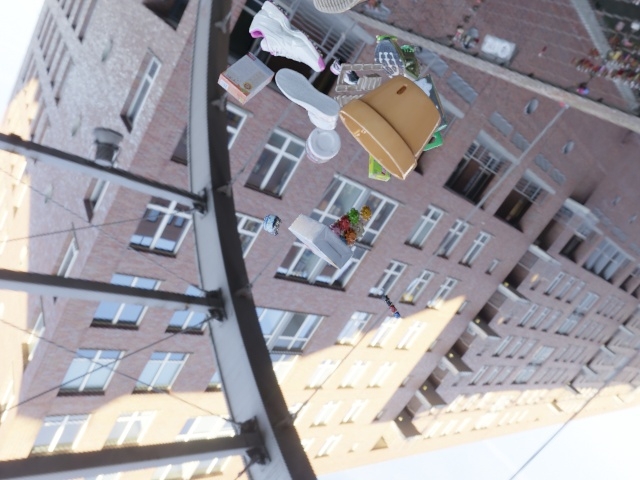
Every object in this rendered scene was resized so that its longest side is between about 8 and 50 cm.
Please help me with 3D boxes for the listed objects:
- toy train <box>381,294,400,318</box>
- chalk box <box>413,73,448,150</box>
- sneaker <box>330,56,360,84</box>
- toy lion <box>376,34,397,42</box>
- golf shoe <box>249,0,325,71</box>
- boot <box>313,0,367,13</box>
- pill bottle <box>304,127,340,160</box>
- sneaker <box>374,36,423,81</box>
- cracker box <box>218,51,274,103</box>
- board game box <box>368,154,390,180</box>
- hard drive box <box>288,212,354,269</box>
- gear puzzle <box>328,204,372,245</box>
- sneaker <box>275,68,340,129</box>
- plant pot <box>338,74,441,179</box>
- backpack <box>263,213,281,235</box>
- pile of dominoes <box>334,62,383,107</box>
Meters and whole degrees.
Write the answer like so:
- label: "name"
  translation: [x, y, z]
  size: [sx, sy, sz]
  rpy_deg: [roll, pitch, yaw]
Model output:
- label: "toy train"
  translation: [0.286, 0.268, 1.769]
  size: [0.158, 0.027, 0.036]
  rpy_deg: [53, -177, -40]
- label: "chalk box"
  translation: [0.435, -0.536, 1.901]
  size: [0.289, 0.180, 0.179]
  rpy_deg: [67, -157, -13]
- label: "sneaker"
  translation: [0.133, -0.825, 2.161]
  size: [0.178, 0.077, 0.072]
  rpy_deg: [33, -136, 3]
- label: "toy lion"
  translation: [0.323, -0.971, 2.152]
  size: [0.095, 0.034, 0.100]
  rpy_deg: [-7, -176, 14]
- label: "golf shoe"
  translation: [-0.114, -0.667, 1.518]
  size: [0.306, 0.140, 0.115]
  rpy_deg: [46, -176, 8]
- label: "boot"
  translation: [0.121, -0.794, 1.425]
  size: [0.248, 0.090, 0.207]
  rpy_deg: [-3, -154, 27]
- label: "pill bottle"
  translation: [0.004, -0.484, 2.284]
  size: [0.161, 0.161, 0.283]
  rpy_deg: [30, 179, -8]
- label: "sneaker"
  translation: [0.390, -0.879, 2.139]
  size: [0.157, 0.182, 0.410]
  rpy_deg: [20, 178, 31]
- label: "cracker box"
  translation: [-0.349, -0.771, 2.106]
  size: [0.155, 0.067, 0.232]
  rpy_deg: [40, -122, -4]
- label: "board game box"
  translation: [0.275, -0.373, 2.051]
  size: [0.092, 0.182, 0.043]
  rpy_deg: [9, 162, -16]
- label: "hard drive box"
  translation: [0.000, 0.000, 1.772]
  size: [0.181, 0.089, 0.232]
  rpy_deg: [44, 173, -29]
- label: "gear puzzle"
  translation: [0.179, -0.075, 2.376]
  size: [0.044, 0.339, 0.176]
  rpy_deg: [-2, 120, 51]
- label: "sneaker"
  translation: [-0.054, -0.546, 1.767]
  size: [0.292, 0.108, 0.169]
  rpy_deg: [38, 171, 6]
- label: "plant pot"
  translation: [0.224, -0.359, 1.355]
  size: [0.291, 0.203, 0.291]
  rpy_deg: [44, -175, -5]
- label: "backpack"
  translation: [-0.285, -0.098, 2.574]
  size: [0.084, 0.105, 0.114]
  rpy_deg: [12, 165, 13]
- label: "pile of dominoes"
  translation: [0.154, -0.670, 1.906]
  size: [0.251, 0.196, 0.040]
  rpy_deg: [-16, -131, -35]
